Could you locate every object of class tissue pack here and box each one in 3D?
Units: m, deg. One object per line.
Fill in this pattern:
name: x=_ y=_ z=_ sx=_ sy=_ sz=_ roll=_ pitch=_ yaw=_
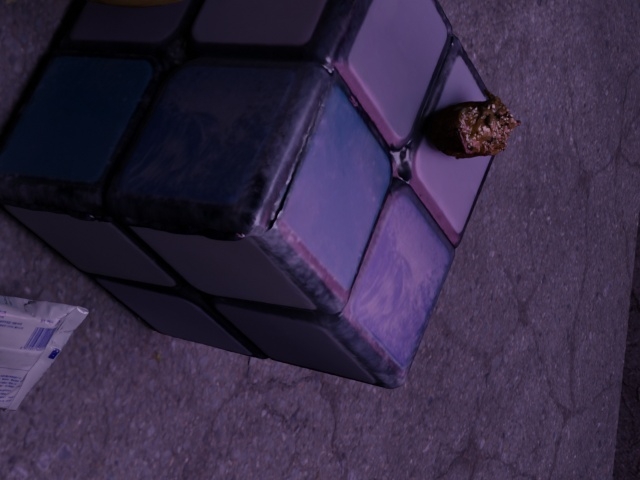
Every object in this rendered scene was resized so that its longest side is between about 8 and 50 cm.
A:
tissue pack: x=-0.294 y=0.093 z=1.001 sx=0.122 sy=0.026 sz=0.193 roll=-53 pitch=147 yaw=12

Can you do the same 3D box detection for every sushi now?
sushi: x=0.142 y=-0.098 z=1.056 sx=0.118 sy=0.060 sz=0.061 roll=-35 pitch=120 yaw=-49

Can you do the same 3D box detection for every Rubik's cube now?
Rubik's cube: x=-0.054 y=-0.081 z=1.103 sx=0.313 sy=0.316 sz=0.318 roll=49 pitch=59 yaw=-49

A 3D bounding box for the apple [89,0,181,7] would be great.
apple: x=-0.171 y=-0.336 z=0.919 sx=0.319 sy=0.277 sz=0.319 roll=1 pitch=89 yaw=-49
